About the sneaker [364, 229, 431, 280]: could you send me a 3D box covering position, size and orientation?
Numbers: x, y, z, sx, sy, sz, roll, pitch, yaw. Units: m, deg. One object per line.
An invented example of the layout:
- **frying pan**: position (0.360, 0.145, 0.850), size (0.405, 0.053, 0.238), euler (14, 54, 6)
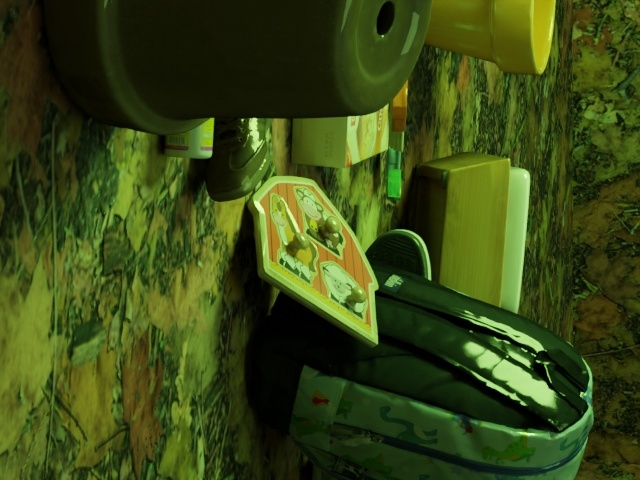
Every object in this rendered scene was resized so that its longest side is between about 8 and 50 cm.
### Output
- **sneaker**: position (0.113, 0.113, 2.237), size (0.178, 0.124, 0.295), euler (-32, 134, -64)

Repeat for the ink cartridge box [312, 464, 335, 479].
- **ink cartridge box**: position (0.008, 0.316, 2.127), size (0.179, 0.045, 0.145), euler (-106, -161, -83)

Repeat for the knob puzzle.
- **knob puzzle**: position (0.000, 0.000, 1.805), size (0.213, 0.030, 0.213), euler (37, 32, -28)

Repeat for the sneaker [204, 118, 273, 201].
- **sneaker**: position (-0.083, -0.118, 1.636), size (0.071, 0.066, 0.188), euler (60, 29, -36)

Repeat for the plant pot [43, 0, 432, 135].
- **plant pot**: position (-0.047, -0.191, 1.310), size (0.263, 0.229, 0.263), euler (-38, 137, -47)

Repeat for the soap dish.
- **soap dish**: position (0.202, -0.009, 2.386), size (0.291, 0.118, 0.229), euler (-143, -123, -82)

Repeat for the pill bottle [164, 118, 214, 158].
- **pill bottle**: position (-0.117, -0.116, 1.522), size (0.043, 0.043, 0.083), euler (-13, 108, -73)

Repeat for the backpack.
- **backpack**: position (0.129, 0.172, 1.904), size (0.290, 0.355, 0.273), euler (-56, 148, -61)

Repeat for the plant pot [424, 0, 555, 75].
- **plant pot**: position (0.220, -0.337, 2.369), size (0.205, 0.188, 0.205), euler (4, 90, -75)

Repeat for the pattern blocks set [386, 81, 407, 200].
- **pattern blocks set**: position (0.096, -0.218, 2.161), size (0.285, 0.026, 0.325), euler (-81, 173, -78)

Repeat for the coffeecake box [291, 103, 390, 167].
- **coffeecake box**: position (0.027, -0.166, 1.963), size (0.185, 0.068, 0.142), euler (-29, 124, -70)
